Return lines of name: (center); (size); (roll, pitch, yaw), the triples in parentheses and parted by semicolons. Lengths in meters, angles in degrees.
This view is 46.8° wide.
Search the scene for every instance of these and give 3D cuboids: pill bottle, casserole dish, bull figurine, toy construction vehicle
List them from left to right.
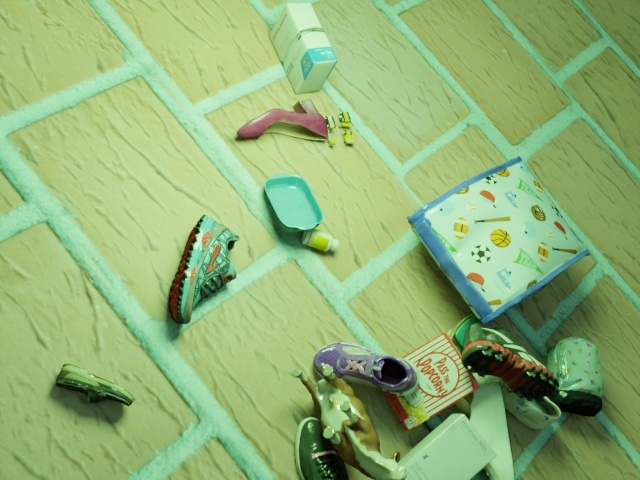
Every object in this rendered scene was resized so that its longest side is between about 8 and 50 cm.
casserole dish: (-0.067, -0.085, 1.758); (0.114, 0.037, 0.188); (-9, 52, -24)
pill bottle: (0.000, 0.000, 1.767); (0.083, 0.043, 0.043); (19, 58, -15)
toy construction vehicle: (0.046, -0.294, 1.949); (0.086, 0.035, 0.098); (-3, 69, -38)
bull figurine: (0.055, 0.369, 1.480); (0.101, 0.310, 0.188); (-37, 128, -6)

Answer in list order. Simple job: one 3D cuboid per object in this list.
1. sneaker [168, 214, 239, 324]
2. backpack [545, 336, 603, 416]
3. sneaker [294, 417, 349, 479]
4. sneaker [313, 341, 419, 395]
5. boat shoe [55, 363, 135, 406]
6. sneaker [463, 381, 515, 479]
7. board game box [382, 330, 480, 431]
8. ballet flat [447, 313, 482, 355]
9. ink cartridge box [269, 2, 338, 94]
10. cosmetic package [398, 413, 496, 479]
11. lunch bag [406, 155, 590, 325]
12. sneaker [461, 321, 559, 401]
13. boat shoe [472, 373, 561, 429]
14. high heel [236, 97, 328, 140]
sneaker: (-0.239, 0.068, 1.586); (0.125, 0.104, 0.261); (23, 58, -15)
backpack: (0.635, 0.336, 1.849); (0.152, 0.115, 0.181); (16, 57, -14)
sneaker: (0.035, 0.486, 1.473); (0.105, 0.147, 0.295); (-5, 66, -25)
sneaker: (0.100, 0.275, 1.602); (0.237, 0.104, 0.095); (11, 80, 6)
boat shoe: (-0.432, 0.288, 1.416); (0.152, 0.056, 0.049); (24, 62, -1)
sneaker: (0.375, 0.475, 1.687); (0.123, 0.106, 0.290); (-9, 75, 11)
board game box: (0.238, 0.316, 1.665); (0.194, 0.045, 0.146); (-31, 79, -4)
ballet flat: (0.314, 0.251, 1.769); (0.206, 0.067, 0.073); (-46, 114, -34)
ink cartridge box: (-0.047, -0.505, 1.944); (0.082, 0.139, 0.190); (-13, 71, -29)
cosmetic package: (0.247, 0.484, 1.574); (0.231, 0.085, 0.117); (-38, 85, -15)
lunch bag: (0.422, 0.010, 1.844); (0.386, 0.239, 0.327); (-25, 75, -43)
sneaker: (0.431, 0.270, 1.682); (0.276, 0.097, 0.135); (28, 33, -20)
boat shoe: (0.454, 0.350, 1.767); (0.277, 0.096, 0.098); (31, 57, -7)
high heel: (-0.091, -0.272, 1.854); (0.244, 0.082, 0.117); (-26, 87, -37)
